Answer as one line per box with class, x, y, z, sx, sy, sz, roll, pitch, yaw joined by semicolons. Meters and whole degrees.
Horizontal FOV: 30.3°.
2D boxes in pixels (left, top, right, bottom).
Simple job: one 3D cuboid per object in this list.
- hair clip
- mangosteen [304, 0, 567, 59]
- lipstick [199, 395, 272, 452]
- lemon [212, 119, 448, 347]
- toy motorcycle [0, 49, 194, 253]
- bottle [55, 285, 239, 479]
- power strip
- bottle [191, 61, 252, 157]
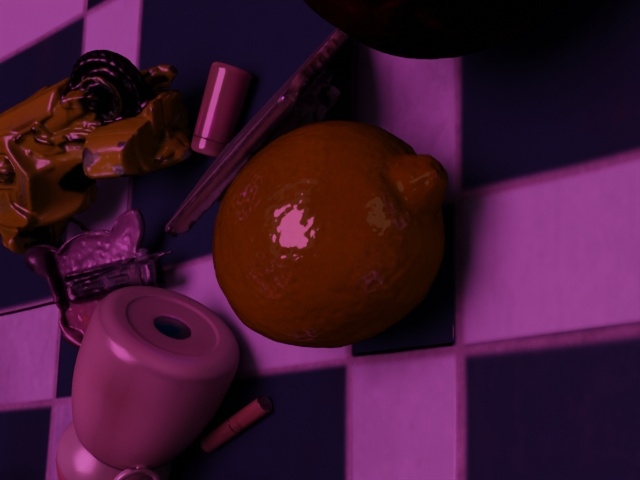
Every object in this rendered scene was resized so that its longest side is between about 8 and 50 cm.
hair clip;-0.230;0.051;1.291;0.187;0.056;0.146;-19;88;36
mangosteen;0.089;-0.294;0.887;0.297;0.297;0.293;-42;53;32
lipstick;-0.082;0.177;1.140;0.094;0.019;0.019;-39;53;35
lemon;0.000;0.000;0.980;0.248;0.184;0.184;-33;56;38
toy motorcycle;-0.289;-0.086;1.334;0.342;0.206;0.142;-17;34;34
bottle;-0.186;0.176;1.170;0.147;0.148;0.236;51;125;43
power strip;-0.037;-0.094;1.099;0.213;0.064;0.198;-43;8;33
bottle;-0.104;-0.135;1.234;0.045;0.045;0.096;23;99;49
